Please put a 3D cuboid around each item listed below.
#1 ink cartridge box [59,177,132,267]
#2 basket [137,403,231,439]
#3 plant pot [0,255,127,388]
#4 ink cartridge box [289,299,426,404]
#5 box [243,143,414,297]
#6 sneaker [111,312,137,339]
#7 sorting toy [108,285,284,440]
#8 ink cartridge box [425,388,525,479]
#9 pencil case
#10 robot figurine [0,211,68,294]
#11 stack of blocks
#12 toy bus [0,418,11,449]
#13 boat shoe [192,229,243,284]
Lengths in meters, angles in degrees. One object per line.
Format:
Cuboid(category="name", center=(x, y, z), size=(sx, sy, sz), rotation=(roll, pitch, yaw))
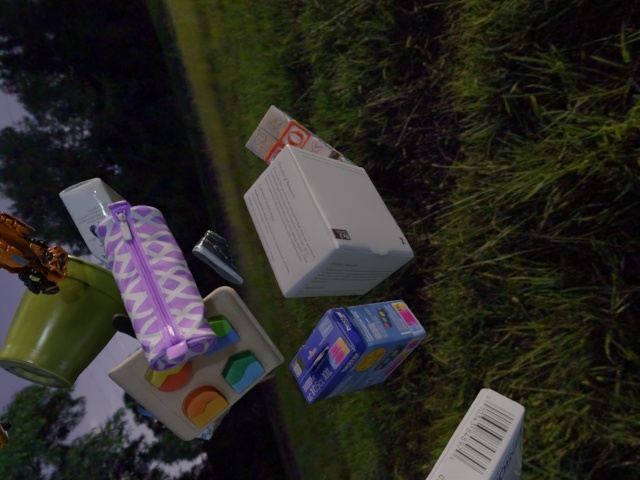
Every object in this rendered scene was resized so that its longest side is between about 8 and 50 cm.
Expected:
Cuboid(category="ink cartridge box", center=(-0.435, 0.070, 0.999), size=(0.385, 0.091, 0.308), rotation=(64, 166, 0))
Cuboid(category="basket", center=(-0.498, 0.608, 1.593), size=(0.255, 0.289, 0.201), rotation=(-48, -21, -67))
Cuboid(category="plant pot", center=(-0.881, 0.296, 1.446), size=(0.366, 0.366, 0.353), rotation=(97, -174, -52))
Cuboid(category="ink cartridge box", center=(0.092, 0.333, 1.271), size=(0.151, 0.395, 0.270), rotation=(55, 127, 35))
Cuboid(category="box", center=(0.012, -0.022, 0.626), size=(0.119, 0.181, 0.182), rotation=(-43, 59, 31))
Cuboid(category="sneaker", center=(-0.603, 0.256, 1.329), size=(0.089, 0.051, 0.170), rotation=(44, 169, 40))
Cuboid(category="sorting toy", center=(-0.175, 0.197, 0.647), size=(0.038, 0.208, 0.193), rotation=(35, 157, 54))
Cuboid(category="ink cartridge box", center=(0.126, 0.290, 0.396), size=(0.045, 0.223, 0.224), rotation=(20, 141, 40))
Cuboid(category="pencil case", center=(-0.196, 0.050, 0.503), size=(0.206, 0.086, 0.088), rotation=(58, 155, 17))
Cuboid(category="robot figurine", center=(-0.842, 0.032, 1.200), size=(0.291, 0.085, 0.211), rotation=(52, -172, -46))
Cuboid(category="stack of blocks", center=(-0.015, -0.160, 0.845), size=(0.171, 0.087, 0.297), rotation=(37, -169, 3))
Cuboid(category="toy bus", center=(-0.725, 0.361, 0.832), size=(0.332, 0.130, 0.108), rotation=(-9, 110, 41))
Cuboid(category="boat shoe", center=(-0.287, 0.051, 1.259), size=(0.065, 0.083, 0.183), rotation=(-10, 134, 47))
